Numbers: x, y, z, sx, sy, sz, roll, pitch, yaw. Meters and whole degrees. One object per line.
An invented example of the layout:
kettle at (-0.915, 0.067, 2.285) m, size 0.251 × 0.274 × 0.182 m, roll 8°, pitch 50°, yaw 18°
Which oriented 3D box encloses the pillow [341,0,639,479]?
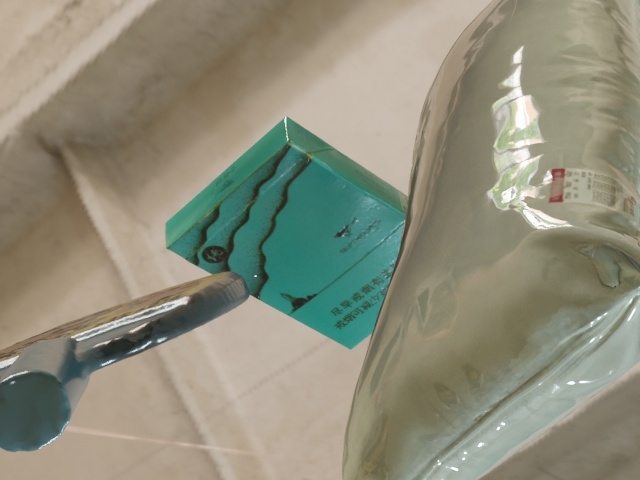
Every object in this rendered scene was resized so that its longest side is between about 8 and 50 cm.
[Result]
pillow at (0.068, -0.016, 0.532) m, size 0.078 × 0.254 × 0.144 m, roll 30°, pitch -56°, yaw -10°

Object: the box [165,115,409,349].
box at (0.000, 0.000, 1.286) m, size 0.161 × 0.226 × 0.042 m, roll -40°, pitch -143°, yaw 27°

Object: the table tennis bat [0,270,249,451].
table tennis bat at (-0.146, 0.070, 0.869) m, size 0.215 × 0.329 × 0.044 m, roll -19°, pitch -86°, yaw 1°
